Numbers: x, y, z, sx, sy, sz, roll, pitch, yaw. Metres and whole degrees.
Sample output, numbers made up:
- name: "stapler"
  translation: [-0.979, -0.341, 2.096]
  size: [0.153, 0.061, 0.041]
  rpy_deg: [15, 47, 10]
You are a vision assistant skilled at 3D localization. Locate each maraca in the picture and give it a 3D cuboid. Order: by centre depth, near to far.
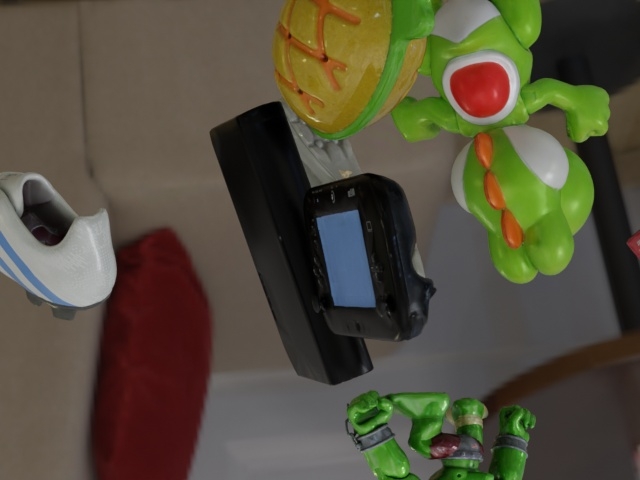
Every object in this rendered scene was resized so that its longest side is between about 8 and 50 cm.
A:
- name: "maraca"
  translation: [0.028, -0.146, 1.069]
  size: [0.099, 0.127, 0.186]
  rpy_deg: [0, 150, -31]

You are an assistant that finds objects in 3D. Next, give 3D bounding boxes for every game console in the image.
- name: "game console"
  translation: [0.000, 0.000, 1.104]
  size: [0.044, 0.213, 0.361]
  rpy_deg: [-20, -177, -14]

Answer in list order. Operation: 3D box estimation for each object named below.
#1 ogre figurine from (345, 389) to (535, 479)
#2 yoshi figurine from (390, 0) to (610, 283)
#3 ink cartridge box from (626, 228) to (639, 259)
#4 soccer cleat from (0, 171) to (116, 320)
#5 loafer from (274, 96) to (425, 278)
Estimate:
- name: "ogre figurine"
  translation: [0.109, 0.193, 1.354]
  size: [0.096, 0.118, 0.197]
  rpy_deg: [-16, 158, 31]
- name: "yoshi figurine"
  translation: [0.188, -0.137, 1.624]
  size: [0.203, 0.362, 0.203]
  rpy_deg: [-12, 176, -27]
- name: "ink cartridge box"
  translation: [0.282, 0.032, 0.943]
  size: [0.072, 0.175, 0.127]
  rpy_deg: [-36, 172, -17]
- name: "soccer cleat"
  translation: [-0.363, -0.031, 1.765]
  size: [0.331, 0.116, 0.143]
  rpy_deg: [20, 123, 23]
- name: "loafer"
  translation: [0.018, -0.025, 1.865]
  size: [0.112, 0.319, 0.111]
  rpy_deg: [-8, 150, -42]
